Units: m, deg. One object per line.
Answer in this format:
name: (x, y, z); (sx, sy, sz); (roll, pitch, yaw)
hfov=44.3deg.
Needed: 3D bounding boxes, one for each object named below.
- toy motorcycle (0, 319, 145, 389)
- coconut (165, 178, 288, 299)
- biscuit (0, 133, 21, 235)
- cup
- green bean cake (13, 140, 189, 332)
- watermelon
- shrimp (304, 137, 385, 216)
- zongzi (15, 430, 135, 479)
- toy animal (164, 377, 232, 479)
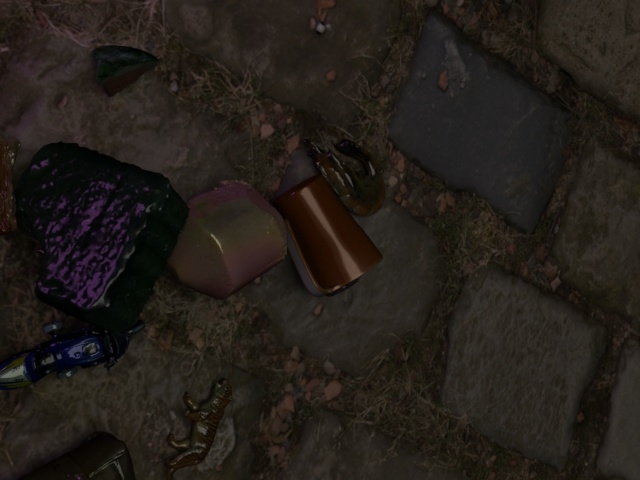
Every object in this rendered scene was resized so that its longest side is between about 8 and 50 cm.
toy motorcycle: (-0.483, 0.215, 1.530); (0.315, 0.169, 0.113); (-18, 98, -26)
coconut: (-0.215, 0.003, 1.646); (0.245, 0.233, 0.233); (-29, 102, -31)
biscuit: (-0.615, -0.109, 1.473); (0.176, 0.228, 0.031); (-49, 152, 4)
cup: (0.000, 0.000, 1.761); (0.264, 0.182, 0.226); (60, 36, -6)
green bean cake: (-0.441, -0.009, 1.493); (0.307, 0.169, 0.300); (21, 74, 18)
watermelon: (-0.413, -0.368, 1.643); (0.155, 0.080, 0.101); (-30, 67, -21)
shrimp: (0.074, -0.172, 1.868); (0.145, 0.059, 0.254); (-44, 107, -23)
zongzi: (-0.527, 0.624, 1.505); (0.447, 0.181, 0.418); (-25, 101, -22)
toy animal: (-0.264, 0.407, 1.696); (0.099, 0.057, 0.241); (23, 79, -24)
